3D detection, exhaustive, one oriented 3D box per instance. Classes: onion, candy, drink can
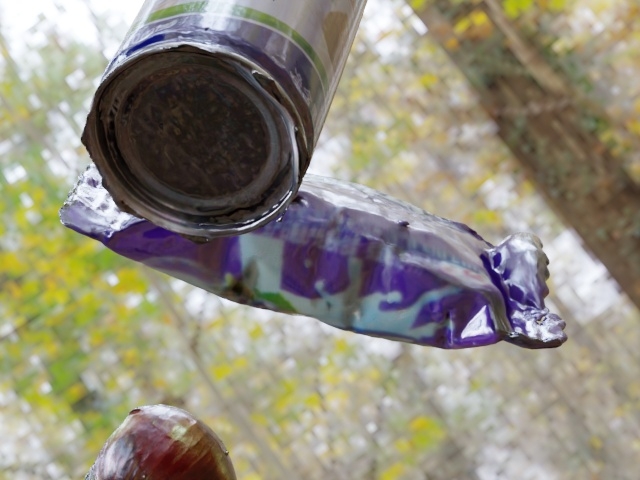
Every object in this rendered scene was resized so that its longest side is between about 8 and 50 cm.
[{"bbox_3d":[-0.108,0.174,1.331,0.118,0.118,0.117,-27,-25,-24],"label":"onion"},{"bbox_3d":[0.000,0.000,1.037,0.145,0.275,0.070,-71,-6,-71],"label":"candy"},{"bbox_3d":[-0.030,-0.102,0.855,0.097,0.097,0.235,-51,11,34],"label":"drink can"}]
